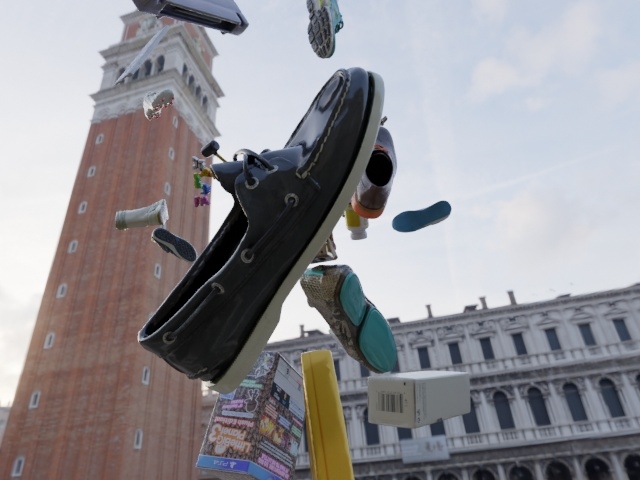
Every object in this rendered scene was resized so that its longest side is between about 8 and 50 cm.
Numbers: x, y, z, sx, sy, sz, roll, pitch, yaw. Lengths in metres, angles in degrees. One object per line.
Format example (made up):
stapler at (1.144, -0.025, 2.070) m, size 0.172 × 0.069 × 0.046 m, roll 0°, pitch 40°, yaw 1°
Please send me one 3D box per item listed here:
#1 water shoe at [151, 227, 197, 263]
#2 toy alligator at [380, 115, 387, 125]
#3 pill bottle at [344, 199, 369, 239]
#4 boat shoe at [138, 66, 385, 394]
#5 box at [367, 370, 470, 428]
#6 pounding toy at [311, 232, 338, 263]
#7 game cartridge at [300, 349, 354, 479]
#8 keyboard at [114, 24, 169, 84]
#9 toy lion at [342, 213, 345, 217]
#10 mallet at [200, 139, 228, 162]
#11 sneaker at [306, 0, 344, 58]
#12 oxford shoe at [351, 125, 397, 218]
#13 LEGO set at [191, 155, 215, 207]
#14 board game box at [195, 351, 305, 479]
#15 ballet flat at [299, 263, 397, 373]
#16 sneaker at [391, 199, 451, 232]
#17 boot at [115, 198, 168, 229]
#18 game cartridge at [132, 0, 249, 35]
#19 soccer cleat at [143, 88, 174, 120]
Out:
water shoe at (-0.586, 0.024, 1.879) m, size 0.203 × 0.072 × 0.080 m, roll 40°, pitch -34°, yaw -9°
toy alligator at (0.131, -0.249, 1.257) m, size 0.189 × 0.051 × 0.056 m, roll -48°, pitch -22°, yaw 7°
pill bottle at (0.100, -0.062, 1.286) m, size 0.065 × 0.116 × 0.065 m, roll -7°, pitch 12°, yaw 1°
boat shoe at (-0.061, -0.026, 0.436) m, size 0.113 × 0.127 × 0.339 m, roll 27°, pitch -83°, yaw -22°
box at (0.219, 0.333, 1.001) m, size 0.113 × 0.094 × 0.275 m, roll -10°, pitch -16°, yaw 39°
pounding toy at (0.000, 0.000, 1.164) m, size 0.101 × 0.129 × 0.141 m, roll -11°, pitch -12°, yaw 12°
game cartridge at (0.016, 0.341, 0.578) m, size 0.053 × 0.285 × 0.323 m, roll -8°, pitch -46°, yaw -3°
keyboard at (-0.495, -0.519, 1.299) m, size 0.072 × 0.255 × 0.014 m, roll -12°, pitch -45°, yaw 30°
toy lion at (0.129, -0.091, 1.594) m, size 0.096 × 0.034 × 0.100 m, roll -7°, pitch -28°, yaw 38°
mallet at (-0.299, -0.255, 1.530) m, size 0.190 × 0.039 × 0.062 m, roll 35°, pitch -43°, yaw -23°
sneaker at (0.028, -0.686, 1.457) m, size 0.110 × 0.274 × 0.107 m, roll 12°, pitch -24°, yaw -34°
oxford shoe at (0.133, -0.174, 1.026) m, size 0.097 × 0.271 × 0.098 m, roll 13°, pitch -38°, yaw -4°
LEGO set at (-0.494, -0.260, 2.039) m, size 0.093 × 0.087 × 0.227 m, roll 9°, pitch -62°, yaw 10°
board game box at (-0.155, 0.465, 1.197) m, size 0.141 × 0.290 × 0.232 m, roll -5°, pitch -40°, yaw 24°
ballet flat at (0.075, 0.219, 1.329) m, size 0.182 × 0.163 × 0.482 m, roll 7°, pitch -34°, yaw 34°
sneaker at (0.384, -0.080, 1.769) m, size 0.229 × 0.087 × 0.092 m, roll -16°, pitch -15°, yaw 13°
boot at (-0.639, -0.091, 1.677) m, size 0.165 × 0.213 × 0.077 m, roll -10°, pitch -72°, yaw -8°
game cartridge at (-0.326, -0.583, 1.038) m, size 0.068 × 0.230 × 0.355 m, roll -37°, pitch -3°, yaw 28°
soccer cleat at (-0.528, -0.451, 1.498) m, size 0.068 × 0.076 × 0.196 m, roll -25°, pitch 6°, yaw -37°
